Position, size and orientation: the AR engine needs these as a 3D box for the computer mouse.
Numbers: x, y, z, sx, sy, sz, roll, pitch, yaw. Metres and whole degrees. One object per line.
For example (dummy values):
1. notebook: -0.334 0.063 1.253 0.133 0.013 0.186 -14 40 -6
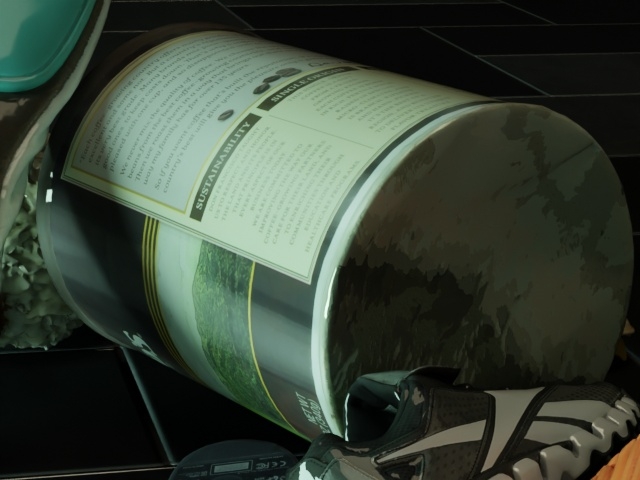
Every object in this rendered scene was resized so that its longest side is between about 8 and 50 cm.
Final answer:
1. computer mouse: -0.041 0.153 0.740 0.071 0.041 0.242 -6 22 6

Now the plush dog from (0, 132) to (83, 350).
1. plush dog: -0.217 -0.023 1.122 0.225 0.211 0.262 41 36 24

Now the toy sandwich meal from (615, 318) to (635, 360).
1. toy sandwich meal: 0.151 0.058 1.103 0.085 0.029 0.085 7 6 -1

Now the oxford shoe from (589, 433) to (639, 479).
1. oxford shoe: 0.230 0.108 0.650 0.363 0.133 0.130 -26 26 41

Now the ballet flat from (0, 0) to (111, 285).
1. ballet flat: -0.209 -0.052 0.974 0.139 0.139 0.400 3 53 7

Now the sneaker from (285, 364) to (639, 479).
1. sneaker: 0.066 0.092 0.814 0.106 0.078 0.234 46 34 16

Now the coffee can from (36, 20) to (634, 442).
1. coffee can: 0.000 0.000 0.968 0.201 0.202 0.275 -10 19 -35
